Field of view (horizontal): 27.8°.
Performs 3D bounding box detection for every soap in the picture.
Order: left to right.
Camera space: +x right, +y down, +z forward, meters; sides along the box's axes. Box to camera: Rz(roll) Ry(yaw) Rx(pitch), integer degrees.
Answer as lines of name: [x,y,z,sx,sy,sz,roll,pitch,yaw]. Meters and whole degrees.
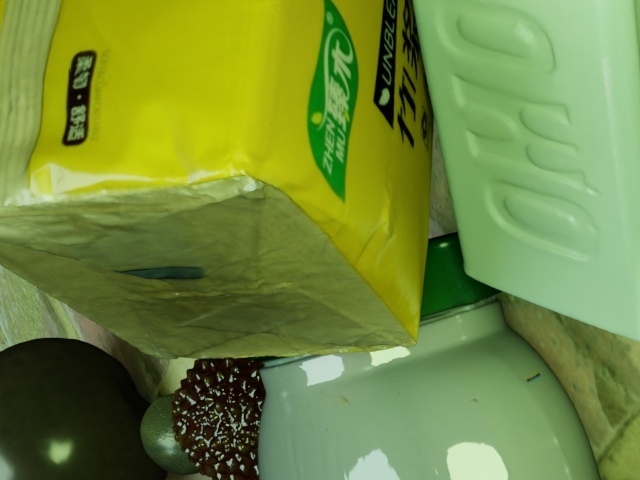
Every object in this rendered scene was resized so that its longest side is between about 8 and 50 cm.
soap: [0.145,-0.083,0.773,0.159,0.087,0.265,22,137,43]

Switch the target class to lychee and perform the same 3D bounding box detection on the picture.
lychee: [-0.053,0.167,1.244,0.188,0.188,0.188,35,133,49]

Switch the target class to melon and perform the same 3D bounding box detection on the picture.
melon: [-0.167,0.231,1.551,0.130,0.098,0.098,8,111,59]

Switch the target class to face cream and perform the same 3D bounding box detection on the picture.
face cream: [0.076,0.186,0.975,0.312,0.219,0.357,-20,86,62]

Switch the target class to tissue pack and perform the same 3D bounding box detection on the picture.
tissue pack: [-0.055,-0.143,0.806,0.293,0.228,0.382,49,-137,-61]

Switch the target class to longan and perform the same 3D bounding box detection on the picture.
longan: [-0.348,0.273,1.718,0.297,0.297,0.297,35,133,49]
